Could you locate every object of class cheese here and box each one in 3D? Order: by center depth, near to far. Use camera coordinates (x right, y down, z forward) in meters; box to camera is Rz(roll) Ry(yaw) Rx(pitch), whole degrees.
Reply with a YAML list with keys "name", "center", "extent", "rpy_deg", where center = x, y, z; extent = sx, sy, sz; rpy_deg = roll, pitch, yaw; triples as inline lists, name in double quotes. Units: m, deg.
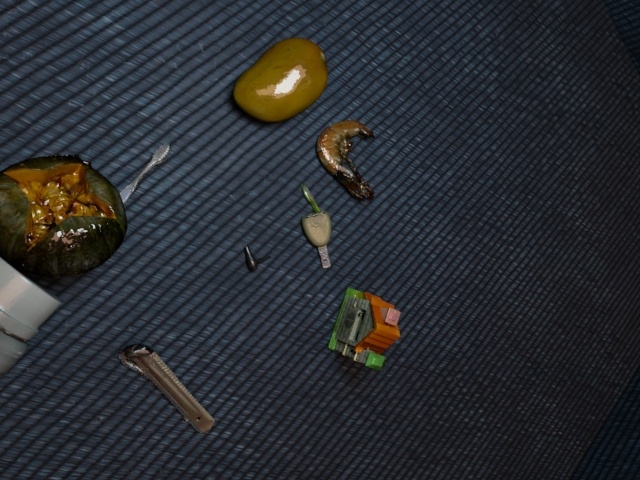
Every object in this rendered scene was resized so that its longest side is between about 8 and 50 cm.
- name: "cheese"
  center: [0.000, 0.000, 1.551]
  extent: [0.097, 0.037, 0.192]
  rpy_deg: [-15, 104, -6]

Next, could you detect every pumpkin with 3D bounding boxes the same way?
- name: "pumpkin"
  center: [-0.636, -0.058, 1.133]
  extent: [0.320, 0.192, 0.320]
  rpy_deg: [18, 50, -22]

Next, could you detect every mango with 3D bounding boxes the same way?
- name: "mango"
  center: [-0.116, -0.481, 1.430]
  extent: [0.317, 0.173, 0.211]
  rpy_deg: [-37, 105, -14]

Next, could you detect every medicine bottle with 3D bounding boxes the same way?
- name: "medicine bottle"
  center: [-0.790, 0.197, 1.071]
  extent: [0.245, 0.245, 0.306]
  rpy_deg: [47, 67, -18]

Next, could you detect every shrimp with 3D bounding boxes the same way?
- name: "shrimp"
  center: [0.122, -0.279, 1.601]
  extent: [0.222, 0.054, 0.290]
  rpy_deg: [-43, 103, -19]

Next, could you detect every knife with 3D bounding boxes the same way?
- name: "knife"
  center: [-0.435, 0.426, 1.354]
  extent: [0.089, 0.043, 0.365]
  rpy_deg: [-32, 109, 12]
- name: "knife"
  center: [-0.016, -0.107, 1.557]
  extent: [0.184, 0.022, 0.026]
  rpy_deg: [58, 39, -13]

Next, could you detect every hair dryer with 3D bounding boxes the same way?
- name: "hair dryer"
  center: [-0.197, 0.050, 1.475]
  extent: [0.083, 0.031, 0.079]
  rpy_deg: [-16, 88, -38]

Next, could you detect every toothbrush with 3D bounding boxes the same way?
- name: "toothbrush"
  center: [-0.551, -0.113, 1.297]
  extent: [0.035, 0.042, 0.413]
  rpy_deg: [38, 76, -3]

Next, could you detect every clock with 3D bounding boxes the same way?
- name: "clock"
  center: [0.154, 0.282, 1.509]
  extent: [0.106, 0.255, 0.219]
  rpy_deg: [23, 81, -24]
